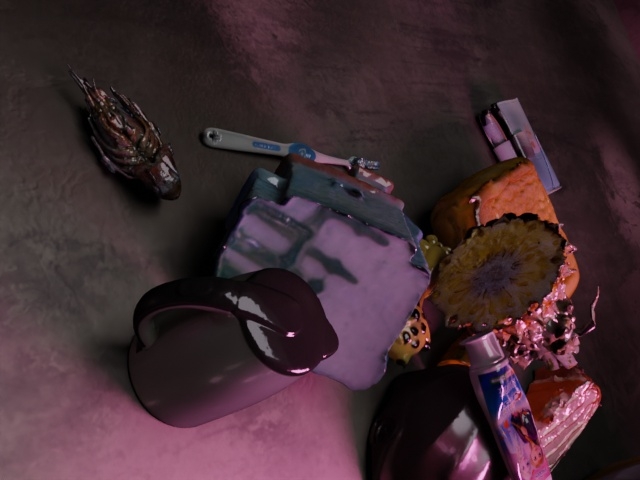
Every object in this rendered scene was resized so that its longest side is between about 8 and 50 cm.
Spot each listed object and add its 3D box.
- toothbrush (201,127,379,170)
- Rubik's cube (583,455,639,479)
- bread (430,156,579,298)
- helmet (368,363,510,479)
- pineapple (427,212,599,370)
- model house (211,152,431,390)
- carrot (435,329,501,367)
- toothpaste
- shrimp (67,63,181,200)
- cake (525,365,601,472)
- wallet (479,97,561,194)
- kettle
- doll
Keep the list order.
[{"bbox_3d":[-0.045,-0.151,1.383,0.386,0.040,0.040,5,66,-41],"label":"toothbrush"},{"bbox_3d":[0.675,0.593,1.489,0.352,0.347,0.351,-5,74,-47],"label":"Rubik's cube"},{"bbox_3d":[0.374,0.020,1.641,0.337,0.148,0.327,-34,100,-46],"label":"bread"},{"bbox_3d":[0.218,0.330,1.288,0.225,0.177,0.305,43,43,-25],"label":"helmet"},{"bbox_3d":[0.361,0.125,1.409,0.271,0.263,0.262,49,41,-36],"label":"pineapple"},{"bbox_3d":[0.000,0.000,1.234,0.295,0.251,0.329,23,27,-9],"label":"model house"},{"bbox_3d":[0.278,0.213,1.483,0.173,0.082,0.082,-36,97,-50],"label":"carrot"},{"bbox_3d":[0.287,0.269,1.225,0.096,0.061,0.266,-19,87,-45],"label":"toothpaste"},{"bbox_3d":[-0.274,-0.146,1.105,0.090,0.079,0.233,-41,100,-10],"label":"shrimp"},{"bbox_3d":[0.460,0.354,1.584,0.287,0.135,0.098,-53,124,-37],"label":"cake"},{"bbox_3d":[0.484,-0.218,1.936,0.176,0.075,0.250,-20,84,-53],"label":"wallet"},{"bbox_3d":[-0.129,0.119,0.986,0.221,0.236,0.161,32,50,-32],"label":"kettle"},{"bbox_3d":[0.167,0.100,1.424,0.117,0.086,0.291,39,47,-11],"label":"doll"}]
